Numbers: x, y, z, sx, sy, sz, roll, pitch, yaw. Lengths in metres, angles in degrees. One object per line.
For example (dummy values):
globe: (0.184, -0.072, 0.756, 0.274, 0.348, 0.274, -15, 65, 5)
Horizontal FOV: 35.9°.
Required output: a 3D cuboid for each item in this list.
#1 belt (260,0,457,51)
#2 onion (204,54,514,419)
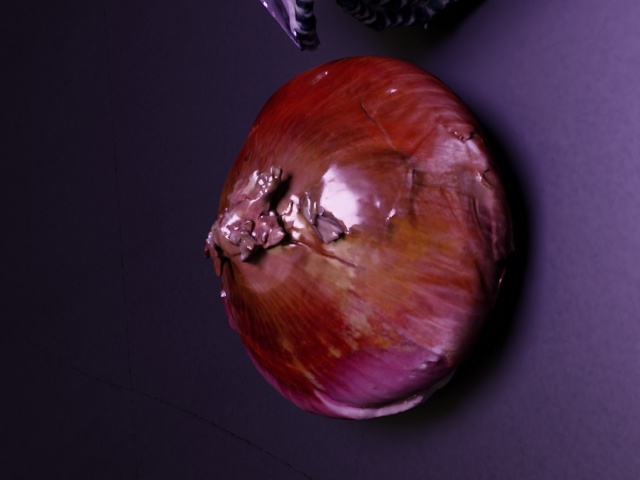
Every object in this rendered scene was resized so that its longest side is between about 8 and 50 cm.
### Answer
belt: (0.056, -0.266, 0.549, 0.160, 0.206, 0.295, 61, 143, 25)
onion: (0.000, 0.000, 0.612, 0.230, 0.163, 0.230, 9, 101, 49)
